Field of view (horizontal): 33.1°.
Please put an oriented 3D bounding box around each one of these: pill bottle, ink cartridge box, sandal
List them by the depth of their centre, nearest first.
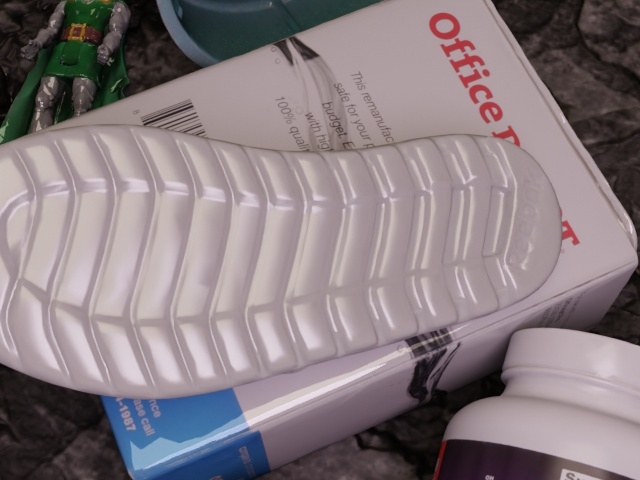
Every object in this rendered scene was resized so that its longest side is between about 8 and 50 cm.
[{"bbox_3d":[-0.044,0.016,0.710,0.416,0.102,0.169,-1,81,-13],"label":"sandal"},{"bbox_3d":[0.150,0.230,0.718,0.181,0.181,0.323,15,73,8],"label":"pill bottle"},{"bbox_3d":[0.000,0.000,0.855,0.395,0.166,0.285,-22,67,-8],"label":"ink cartridge box"}]

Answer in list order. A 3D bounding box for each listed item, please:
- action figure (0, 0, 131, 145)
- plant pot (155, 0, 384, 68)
[{"bbox_3d":[-0.227,-0.162,0.996,0.137,0.063,0.232,4,61,6],"label":"action figure"},{"bbox_3d":[-0.071,-0.377,0.965,0.341,0.341,0.334,-31,60,-13],"label":"plant pot"}]
